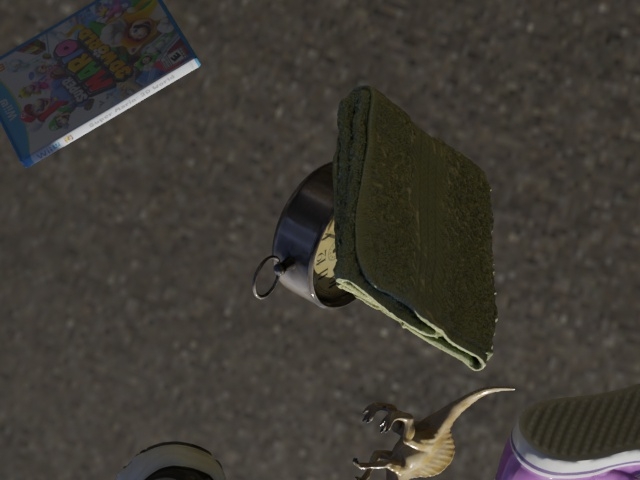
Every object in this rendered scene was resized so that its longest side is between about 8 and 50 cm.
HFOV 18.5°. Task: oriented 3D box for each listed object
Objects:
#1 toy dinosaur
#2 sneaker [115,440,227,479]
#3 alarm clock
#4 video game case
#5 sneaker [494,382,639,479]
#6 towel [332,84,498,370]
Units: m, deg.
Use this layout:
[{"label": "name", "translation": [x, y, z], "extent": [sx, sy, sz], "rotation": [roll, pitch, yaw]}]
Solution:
[{"label": "toy dinosaur", "translation": [0.087, 0.175, 1.764], "extent": [0.093, 0.053, 0.183], "rotation": [26, 110, -25]}, {"label": "sneaker", "translation": [-0.136, 0.277, 1.373], "extent": [0.100, 0.108, 0.271], "rotation": [15, 108, -16]}, {"label": "alarm clock", "translation": [0.000, 0.000, 1.741], "extent": [0.064, 0.192, 0.129], "rotation": [26, 128, 28]}, {"label": "video game case", "translation": [-0.194, -0.143, 1.627], "extent": [0.166, 0.119, 0.015], "rotation": [-31, 143, -1]}, {"label": "sneaker", "translation": [0.292, 0.219, 1.859], "extent": [0.282, 0.102, 0.161], "rotation": [0, 131, -17]}, {"label": "towel", "translation": [0.051, -0.008, 1.032], "extent": [0.110, 0.148, 0.027], "rotation": [33, 128, -28]}]
